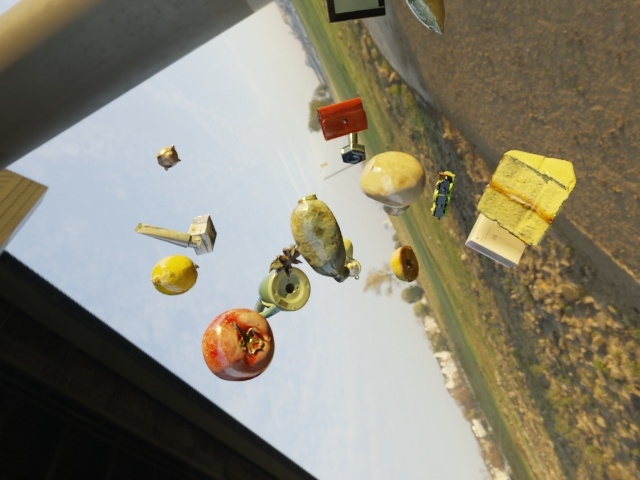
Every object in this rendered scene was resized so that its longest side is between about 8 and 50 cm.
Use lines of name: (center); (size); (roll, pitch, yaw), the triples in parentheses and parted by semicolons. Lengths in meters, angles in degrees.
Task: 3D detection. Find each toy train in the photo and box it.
toy train: (0.713, -0.266, 2.383); (0.160, 0.101, 0.296); (-58, -25, -46)

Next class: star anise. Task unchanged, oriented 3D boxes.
star anise: (-0.148, 0.089, 1.839); (0.061, 0.204, 0.180); (32, 164, 37)

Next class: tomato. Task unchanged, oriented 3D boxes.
tomato: (-0.305, 0.383, 1.509); (0.271, 0.227, 0.269); (17, -122, -29)

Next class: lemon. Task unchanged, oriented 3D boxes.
lemon: (-0.606, 0.145, 1.698); (0.206, 0.174, 0.173); (-11, -106, -51)

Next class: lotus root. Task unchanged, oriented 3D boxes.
lotus root: (-0.001, 0.000, 1.481); (0.349, 0.175, 0.175); (65, -169, 2)

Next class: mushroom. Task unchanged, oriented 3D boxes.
mushroom: (0.320, -0.240, 1.844); (0.297, 0.298, 0.289); (-105, 10, -45)

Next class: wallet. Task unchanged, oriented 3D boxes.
wallet: (0.097, -0.522, 1.766); (0.045, 0.205, 0.142); (-153, 45, -69)

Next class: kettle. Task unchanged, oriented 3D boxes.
kettle: (-0.260, 0.312, 2.334); (0.247, 0.342, 0.319); (43, -118, -18)

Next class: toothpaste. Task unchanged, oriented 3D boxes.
toothpaste: (-0.723, -0.022, 1.956); (0.300, 0.073, 0.114); (16, -159, -15)

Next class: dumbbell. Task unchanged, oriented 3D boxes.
dumbbell: (0.194, -0.615, 2.439); (0.143, 0.157, 0.315); (131, 143, -61)

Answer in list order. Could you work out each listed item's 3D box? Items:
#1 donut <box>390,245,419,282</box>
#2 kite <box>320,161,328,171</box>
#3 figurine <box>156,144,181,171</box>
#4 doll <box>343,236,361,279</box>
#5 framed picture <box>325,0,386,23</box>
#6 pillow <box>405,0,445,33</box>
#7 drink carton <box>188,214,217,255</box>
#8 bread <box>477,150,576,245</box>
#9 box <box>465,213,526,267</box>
donut: (0.367, 0.106, 1.792); (0.179, 0.066, 0.161); (-1, -102, -54)
kite: (0.017, -0.350, 1.949); (0.078, 0.044, 0.002); (-91, -24, -47)
figurine: (-0.845, -0.458, 2.273); (0.138, 0.125, 0.125); (113, 138, -64)
doll: (0.139, 0.090, 2.298); (0.296, 0.142, 0.117); (59, -177, 7)
framed picture: (0.135, -1.121, 1.728); (0.016, 0.265, 0.346); (-123, 21, -70)
pillow: (0.366, -0.927, 1.512); (0.312, 0.119, 0.310); (47, -151, -26)
drink carton: (-0.648, -0.032, 2.255); (0.222, 0.102, 0.134); (-101, -1, -60)
bread: (0.678, -0.141, 1.382); (0.198, 0.236, 0.263); (-60, -15, -48)
box: (0.879, -0.015, 2.019); (0.252, 0.203, 0.106); (29, 168, 9)
